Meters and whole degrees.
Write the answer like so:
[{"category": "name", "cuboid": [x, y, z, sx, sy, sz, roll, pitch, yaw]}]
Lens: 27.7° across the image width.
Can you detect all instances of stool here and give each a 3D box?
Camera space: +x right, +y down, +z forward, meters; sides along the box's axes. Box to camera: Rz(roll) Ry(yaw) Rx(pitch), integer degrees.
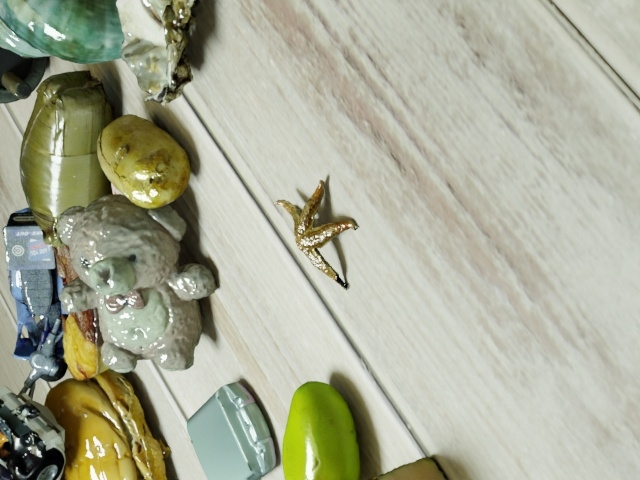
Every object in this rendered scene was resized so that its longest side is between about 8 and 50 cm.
[{"category": "stool", "cuboid": [-0.525, -0.322, 2.102, 0.139, 0.153, 0.228, 10, 115, 59]}]

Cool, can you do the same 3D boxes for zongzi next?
[{"category": "zongzi", "cuboid": [-0.416, -0.173, 2.026, 0.300, 0.145, 0.273, 50, 142, 46]}]

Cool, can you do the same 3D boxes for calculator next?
[{"category": "calculator", "cuboid": [-0.134, 0.295, 1.896, 0.141, 0.045, 0.246, 64, 151, 13]}]

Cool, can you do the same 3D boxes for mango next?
[{"category": "mango", "cuboid": [0.000, 0.258, 1.584, 0.117, 0.089, 0.163, -130, 33, -57]}]

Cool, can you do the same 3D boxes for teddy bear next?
[{"category": "teddy bear", "cuboid": [-0.260, 0.062, 1.848, 0.151, 0.236, 0.267, -79, -19, -49]}]

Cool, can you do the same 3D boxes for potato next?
[{"category": "potato", "cuboid": [-0.244, -0.110, 1.783, 0.170, 0.107, 0.080, 50, 162, 42]}]

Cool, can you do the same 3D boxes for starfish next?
[{"category": "starfish", "cuboid": [-0.004, 0.001, 1.491, 0.133, 0.041, 0.130, -18, 92, 62]}]

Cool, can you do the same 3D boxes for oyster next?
[{"category": "oyster", "cuboid": [-0.204, -0.279, 1.638, 0.223, 0.083, 0.214, 52, 144, 41]}]

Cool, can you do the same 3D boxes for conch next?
[{"category": "conch", "cuboid": [-0.393, -0.339, 1.864, 0.277, 0.195, 0.220, -15, 124, 38]}]

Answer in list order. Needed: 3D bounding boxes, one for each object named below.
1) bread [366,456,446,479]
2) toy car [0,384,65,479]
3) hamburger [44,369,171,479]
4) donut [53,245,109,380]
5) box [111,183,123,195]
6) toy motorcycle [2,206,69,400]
[{"category": "bread", "cuboid": [0.057, 0.376, 1.490, 0.163, 0.168, 0.264, 62, 154, 16]}, {"category": "toy car", "cuboid": [-0.510, 0.392, 2.210, 0.193, 0.118, 0.301, 34, 137, 30]}, {"category": "hamburger", "cuboid": [-0.380, 0.371, 2.267, 0.319, 0.158, 0.318, 34, 132, 47]}, {"category": "donut", "cuboid": [-0.354, 0.107, 2.111, 0.151, 0.112, 0.295, 34, 136, 45]}, {"category": "box", "cuboid": [-0.271, -0.060, 1.926, 0.089, 0.043, 0.125, 21, 124, 56]}, {"category": "toy motorcycle", "cuboid": [-0.486, 0.107, 2.253, 0.212, 0.125, 0.358, -100, 9, -66]}]
